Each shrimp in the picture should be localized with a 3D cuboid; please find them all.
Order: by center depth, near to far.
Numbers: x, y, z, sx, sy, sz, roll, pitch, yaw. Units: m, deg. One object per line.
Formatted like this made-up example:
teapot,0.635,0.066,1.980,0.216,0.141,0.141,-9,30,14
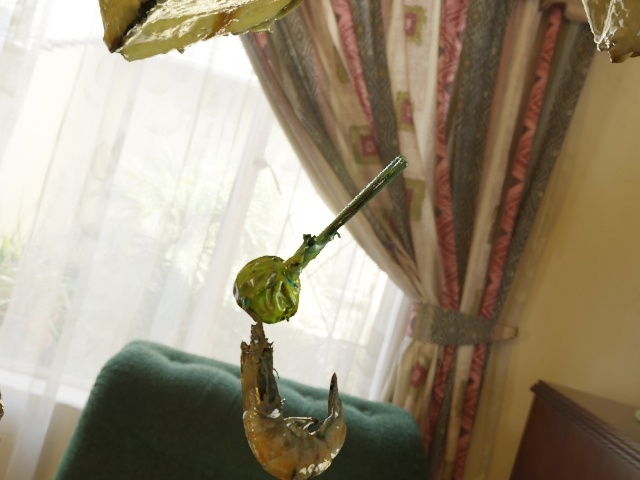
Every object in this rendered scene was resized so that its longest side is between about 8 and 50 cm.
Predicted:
shrimp,-0.038,0.208,0.806,0.150,0.217,0.051,3,-34,-29

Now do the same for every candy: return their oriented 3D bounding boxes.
candy,-0.001,0.001,0.665,0.077,0.262,0.073,29,29,-36

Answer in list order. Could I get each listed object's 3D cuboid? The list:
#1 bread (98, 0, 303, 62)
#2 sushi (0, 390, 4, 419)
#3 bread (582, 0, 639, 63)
bread,-0.072,-0.270,0.601,0.263,0.198,0.236,-31,42,-31
sushi,-0.158,0.099,0.237,0.060,0.118,0.061,-24,-34,17
bread,0.485,-0.382,0.592,0.371,0.279,0.390,-22,4,-12
